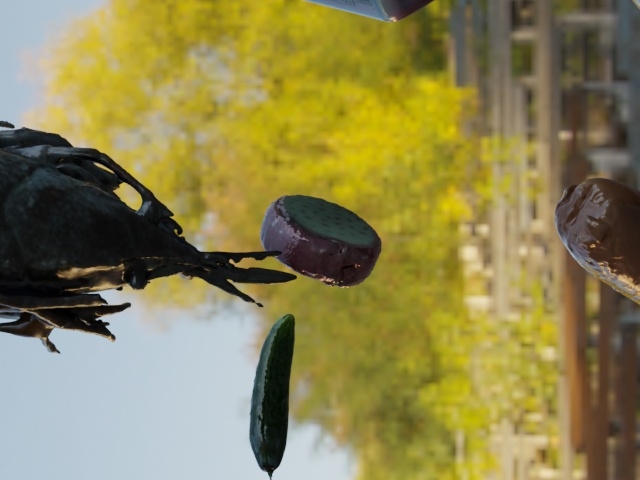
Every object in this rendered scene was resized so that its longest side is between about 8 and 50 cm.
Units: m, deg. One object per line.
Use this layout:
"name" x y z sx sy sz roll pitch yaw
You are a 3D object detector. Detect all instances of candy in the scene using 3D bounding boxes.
"candy" 0.000 0.000 1.487 0.103 0.103 0.043 -67 0 -69

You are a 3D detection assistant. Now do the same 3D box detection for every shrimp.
"shrimp" -0.202 -0.024 1.173 0.137 0.372 0.172 139 138 -56

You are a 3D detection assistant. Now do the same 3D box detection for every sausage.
"sausage" 0.314 0.035 1.503 0.289 0.086 0.086 31 -135 -26

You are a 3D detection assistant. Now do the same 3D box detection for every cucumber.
"cucumber" -0.048 0.150 1.694 0.039 0.039 0.168 61 -147 -73

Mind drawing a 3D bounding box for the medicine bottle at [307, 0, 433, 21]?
"medicine bottle" 0.019 -0.234 1.303 0.119 0.188 0.094 -38 -52 -28

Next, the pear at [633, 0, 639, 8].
"pear" 0.396 -0.306 1.572 0.314 0.314 0.314 0 -90 -81
